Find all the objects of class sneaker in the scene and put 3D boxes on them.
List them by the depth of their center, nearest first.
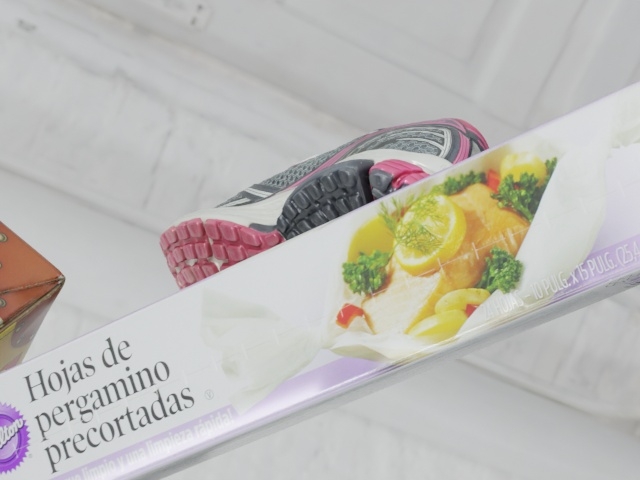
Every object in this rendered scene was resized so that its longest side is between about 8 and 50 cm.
[{"bbox_3d":[0.000,0.000,1.030,0.299,0.121,0.112,-17,18,46],"label":"sneaker"}]

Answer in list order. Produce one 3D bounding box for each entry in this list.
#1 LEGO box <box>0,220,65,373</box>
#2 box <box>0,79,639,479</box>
[{"bbox_3d":[-0.461,0.114,1.057,0.500,0.372,0.193,-55,-7,36],"label":"LEGO box"},{"bbox_3d":[0.002,0.032,0.567,0.324,0.067,0.063,-25,77,22],"label":"box"}]
